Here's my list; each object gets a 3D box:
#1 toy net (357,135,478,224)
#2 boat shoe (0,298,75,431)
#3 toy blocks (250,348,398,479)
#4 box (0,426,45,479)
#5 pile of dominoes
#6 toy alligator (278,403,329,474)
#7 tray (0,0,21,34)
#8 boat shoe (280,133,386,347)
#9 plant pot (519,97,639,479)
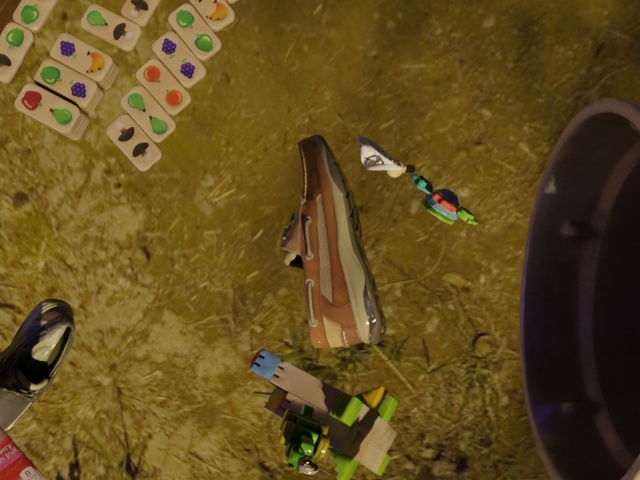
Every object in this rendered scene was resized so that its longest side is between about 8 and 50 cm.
[{"bbox_3d":[0.146,-0.088,1.197,0.232,0.122,0.045,29,110,-21],"label":"toy net"},{"bbox_3d":[-0.427,0.191,1.072,0.080,0.073,0.224,29,95,-37],"label":"boat shoe"},{"bbox_3d":[-0.006,0.348,1.515,0.260,0.381,0.191,23,75,27],"label":"toy blocks"},{"bbox_3d":[-0.439,0.305,0.775,0.128,0.123,0.257,46,45,5],"label":"box"},{"bbox_3d":[-0.196,-0.216,0.720,0.196,0.040,0.251,28,85,0],"label":"pile of dominoes"},{"bbox_3d":[-0.024,0.249,0.875,0.056,0.190,0.051,21,98,-4],"label":"toy alligator"},{"bbox_3d":[-0.494,-0.310,0.943,0.202,0.411,0.076,16,120,-21],"label":"tray"},{"bbox_3d":[0.000,0.000,1.049,0.119,0.122,0.324,-17,63,8],"label":"boat shoe"},{"bbox_3d":[0.367,0.059,0.622,0.305,0.334,0.334,4,78,-1],"label":"plant pot"}]
